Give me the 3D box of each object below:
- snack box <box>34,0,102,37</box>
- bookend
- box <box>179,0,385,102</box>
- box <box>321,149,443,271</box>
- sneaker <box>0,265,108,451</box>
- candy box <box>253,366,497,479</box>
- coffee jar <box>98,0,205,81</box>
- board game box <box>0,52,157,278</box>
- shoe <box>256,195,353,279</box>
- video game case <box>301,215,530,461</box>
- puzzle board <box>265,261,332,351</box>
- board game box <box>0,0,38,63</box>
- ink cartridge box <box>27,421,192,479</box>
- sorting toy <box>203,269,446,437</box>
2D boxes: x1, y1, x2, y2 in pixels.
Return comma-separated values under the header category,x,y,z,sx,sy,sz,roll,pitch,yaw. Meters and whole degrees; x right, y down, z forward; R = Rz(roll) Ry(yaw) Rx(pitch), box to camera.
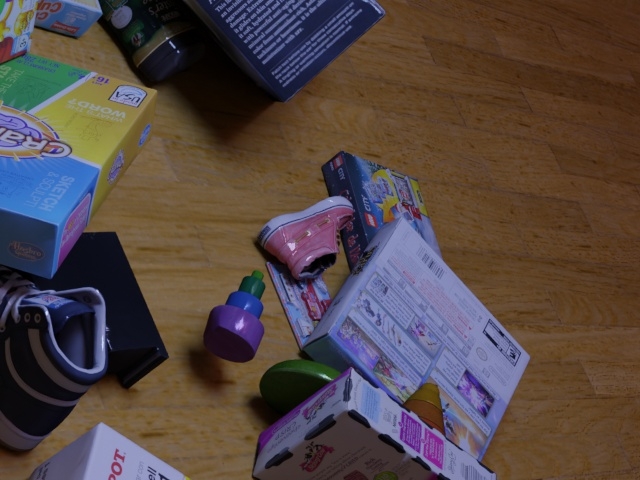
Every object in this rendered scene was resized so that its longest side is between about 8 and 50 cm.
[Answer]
category,x,y,z,sx,sy,sz,roll,pitch,yaw
snack box,-0.419,-0.364,1.890,0.322,0.060,0.187,12,50,-46
bookend,-0.260,0.075,1.647,0.156,0.072,0.157,-3,61,-52
box,-0.089,-0.342,2.073,0.294,0.183,0.296,49,0,-6
box,0.096,-0.002,2.199,0.159,0.044,0.233,18,45,-41
sneaker,-0.313,0.051,1.526,0.282,0.153,0.099,54,32,4
candy box,0.063,0.264,1.788,0.233,0.159,0.071,38,33,-23
coffee jar,-0.231,-0.292,2.040,0.184,0.079,0.096,53,31,1
board game box,-0.327,-0.095,1.612,0.242,0.064,0.316,16,31,4
shoe,0.000,0.000,2.049,0.081,0.063,0.178,48,35,18
video game case,0.129,0.144,2.031,0.269,0.061,0.244,47,43,-13
puzzle board,-0.013,0.084,2.009,0.096,0.011,0.128,6,53,-49
board game box,-0.425,-0.241,1.603,0.142,0.144,0.275,30,35,19
ink cartridge box,-0.152,0.332,1.486,0.278,0.117,0.201,37,35,-22
sorting toy,0.026,0.155,1.849,0.365,0.127,0.126,38,54,-22
